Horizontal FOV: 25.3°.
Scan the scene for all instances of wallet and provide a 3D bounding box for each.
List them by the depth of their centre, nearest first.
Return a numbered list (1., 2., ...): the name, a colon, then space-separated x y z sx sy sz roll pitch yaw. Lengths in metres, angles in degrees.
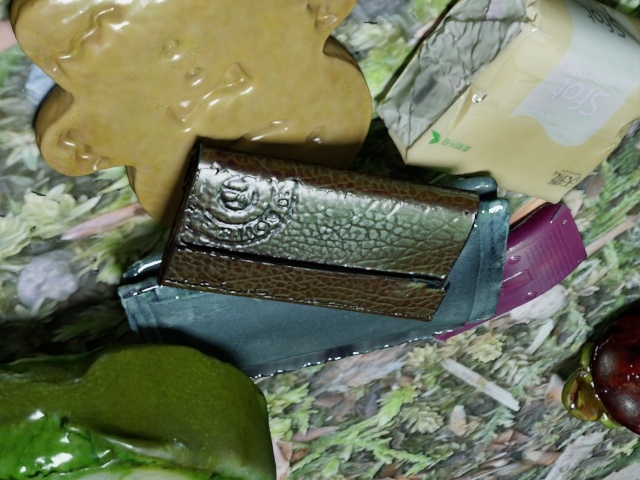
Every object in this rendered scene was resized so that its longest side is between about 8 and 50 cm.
1. wallet: 0.000 0.000 1.156 0.243 0.039 0.133 10 121 -19
2. wallet: -0.003 0.044 1.301 0.342 0.075 0.237 -14 150 -3

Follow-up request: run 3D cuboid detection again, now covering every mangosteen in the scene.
1. mangosteen: 0.377 0.159 1.673 0.180 0.166 0.166 -18 153 33

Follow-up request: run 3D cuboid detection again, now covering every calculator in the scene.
1. calculator: 0.187 0.039 1.492 0.190 0.034 0.126 -30 146 4

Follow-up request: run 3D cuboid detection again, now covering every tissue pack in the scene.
1. tissue pack: 0.183 -0.128 1.229 0.222 0.090 0.186 14 130 -43

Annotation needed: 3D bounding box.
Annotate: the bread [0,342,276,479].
1. bread: -0.227 0.221 1.312 0.366 0.129 0.382 13 142 -37

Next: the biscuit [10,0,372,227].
1. biscuit: -0.083 -0.116 1.106 0.275 0.052 0.355 -29 144 2
